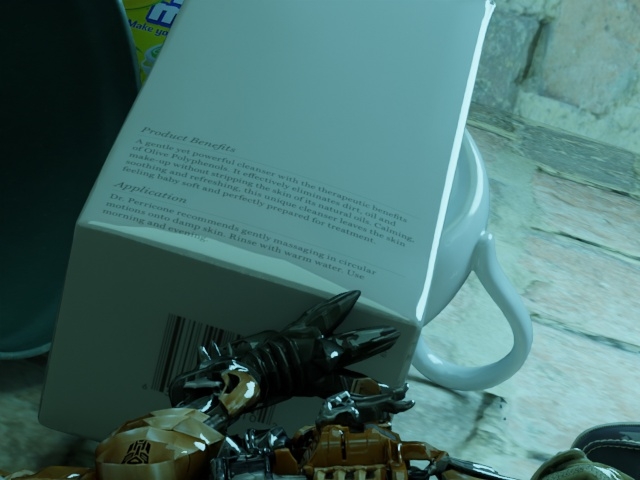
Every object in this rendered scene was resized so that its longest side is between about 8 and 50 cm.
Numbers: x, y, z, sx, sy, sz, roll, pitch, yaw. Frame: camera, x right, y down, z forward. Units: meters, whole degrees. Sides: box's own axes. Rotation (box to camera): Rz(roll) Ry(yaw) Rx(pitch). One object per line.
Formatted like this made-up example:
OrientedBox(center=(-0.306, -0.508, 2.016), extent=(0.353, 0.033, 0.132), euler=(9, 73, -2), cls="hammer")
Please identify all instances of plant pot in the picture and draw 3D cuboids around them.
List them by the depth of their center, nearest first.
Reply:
OrientedBox(center=(-0.270, -0.071, 1.197), extent=(0.196, 0.293, 0.293), euler=(-2, 3, 27), cls="plant pot")

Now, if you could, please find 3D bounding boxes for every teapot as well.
OrientedBox(center=(0.000, 0.000, 1.407), extent=(0.252, 0.187, 0.256), euler=(-9, 50, -22), cls="teapot")

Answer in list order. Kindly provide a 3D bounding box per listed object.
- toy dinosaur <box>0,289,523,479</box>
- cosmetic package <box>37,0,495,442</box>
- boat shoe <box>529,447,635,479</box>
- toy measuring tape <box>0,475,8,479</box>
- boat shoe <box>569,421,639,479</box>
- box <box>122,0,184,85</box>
OrientedBox(center=(-0.044, 0.114, 0.883), extent=(0.322, 0.164, 0.218), euler=(20, 14, 18), cls="toy dinosaur")
OrientedBox(center=(-0.021, -0.031, 1.158), extent=(0.197, 0.155, 0.365), euler=(17, 36, 2), cls="cosmetic package")
OrientedBox(center=(0.148, 0.169, 1.043), extent=(0.109, 0.098, 0.302), euler=(22, 14, 21), cls="boat shoe")
OrientedBox(center=(-0.089, 0.159, 0.719), extent=(0.330, 0.121, 0.121), euler=(24, 13, -4), cls="toy measuring tape")
OrientedBox(center=(0.250, 0.174, 1.207), extent=(0.206, 0.075, 0.065), euler=(25, 12, 14), cls="boat shoe")
OrientedBox(center=(-0.114, -0.155, 1.520), extent=(0.290, 0.279, 0.177), euler=(12, 43, -26), cls="box")
